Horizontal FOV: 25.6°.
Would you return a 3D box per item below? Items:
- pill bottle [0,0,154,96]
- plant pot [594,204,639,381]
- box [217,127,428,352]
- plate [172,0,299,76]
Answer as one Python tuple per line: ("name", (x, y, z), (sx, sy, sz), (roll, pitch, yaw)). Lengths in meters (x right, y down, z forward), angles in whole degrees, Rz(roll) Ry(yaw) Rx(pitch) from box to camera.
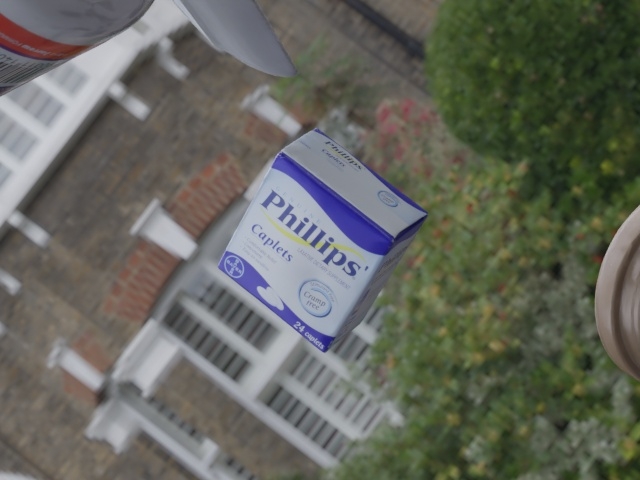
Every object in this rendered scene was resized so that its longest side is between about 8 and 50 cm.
("pill bottle", (-0.248, -0.136, 0.735), (0.323, 0.181, 0.181), (-21, 11, 29))
("plant pot", (0.414, 0.060, 1.464), (0.237, 0.237, 0.110), (-53, 29, 1))
("box", (0.000, 0.000, 1.192), (0.072, 0.126, 0.137), (-34, -22, -54))
("plate", (-0.144, -0.254, 1.054), (0.045, 0.278, 0.277), (-41, -23, -1))
